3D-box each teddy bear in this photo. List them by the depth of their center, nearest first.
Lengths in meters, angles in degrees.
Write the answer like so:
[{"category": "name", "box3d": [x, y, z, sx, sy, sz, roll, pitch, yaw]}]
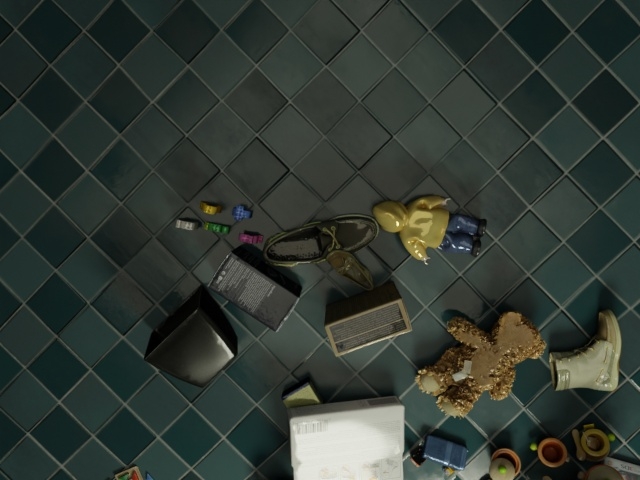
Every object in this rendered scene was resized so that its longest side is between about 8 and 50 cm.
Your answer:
[{"category": "teddy bear", "box3d": [0.404, 0.308, 1.743, 0.245, 0.113, 0.338, 32, 103, 6]}]

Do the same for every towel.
[{"category": "towel", "box3d": [0.325, 0.555, 1.781, 0.119, 0.029, 0.067, 21, 63, -3]}]

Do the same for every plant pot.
[{"category": "plant pot", "box3d": [-0.309, 0.254, 1.713, 0.187, 0.188, 0.167, -44, 104, 4]}]

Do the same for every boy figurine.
[{"category": "boy figurine", "box3d": [0.265, -0.030, 1.713, 0.285, 0.092, 0.177, 12, 95, 1]}]

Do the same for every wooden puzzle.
[{"category": "wooden puzzle", "box3d": [-0.510, 0.650, 1.828, 0.116, 0.014, 0.079, -31, 94, 3]}]

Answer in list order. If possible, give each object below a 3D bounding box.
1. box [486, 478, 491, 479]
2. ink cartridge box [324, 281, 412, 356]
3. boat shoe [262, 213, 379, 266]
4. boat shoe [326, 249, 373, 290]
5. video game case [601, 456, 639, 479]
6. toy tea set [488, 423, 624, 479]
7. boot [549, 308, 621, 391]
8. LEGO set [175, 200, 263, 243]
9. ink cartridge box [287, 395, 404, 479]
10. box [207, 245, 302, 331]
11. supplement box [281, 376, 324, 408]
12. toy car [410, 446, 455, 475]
[{"category": "box", "box3d": [0.435, 0.747, 1.744, 0.164, 0.021, 0.201, -42, 50, 5]}, {"category": "ink cartridge box", "box3d": [0.112, 0.188, 1.663, 0.193, 0.235, 0.088, -19, 95, 4]}, {"category": "boat shoe", "box3d": [0.001, 0.005, 1.721, 0.304, 0.091, 0.109, -13, 94, 2]}, {"category": "boat shoe", "box3d": [0.077, 0.076, 1.714, 0.056, 0.048, 0.153, -41, 125, 14]}, {"category": "video game case", "box3d": [0.803, 0.668, 1.740, 0.173, 0.022, 0.190, 15, 58, 0]}, {"category": "toy tea set", "box3d": [0.598, 0.581, 1.709, 0.336, 0.124, 0.200, -13, 63, 4]}, {"category": "boot", "box3d": [0.672, 0.282, 1.738, 0.165, 0.077, 0.213, -1, 98, 3]}, {"category": "LEGO set", "box3d": [-0.257, -0.054, 1.721, 0.227, 0.093, 0.087, 11, 95, 1]}, {"category": "ink cartridge box", "box3d": [0.067, 0.546, 1.748, 0.296, 0.066, 0.261, -3, 102, -11]}, {"category": "box", "box3d": [-0.158, 0.118, 1.704, 0.207, 0.153, 0.108, 34, 95, -1]}, {"category": "supplement box", "box3d": [-0.045, 0.417, 1.775, 0.083, 0.056, 0.083, -31, 93, 4]}, {"category": "toy car", "box3d": [0.287, 0.595, 1.785, 0.122, 0.060, 0.040, 34, 127, 5]}]
